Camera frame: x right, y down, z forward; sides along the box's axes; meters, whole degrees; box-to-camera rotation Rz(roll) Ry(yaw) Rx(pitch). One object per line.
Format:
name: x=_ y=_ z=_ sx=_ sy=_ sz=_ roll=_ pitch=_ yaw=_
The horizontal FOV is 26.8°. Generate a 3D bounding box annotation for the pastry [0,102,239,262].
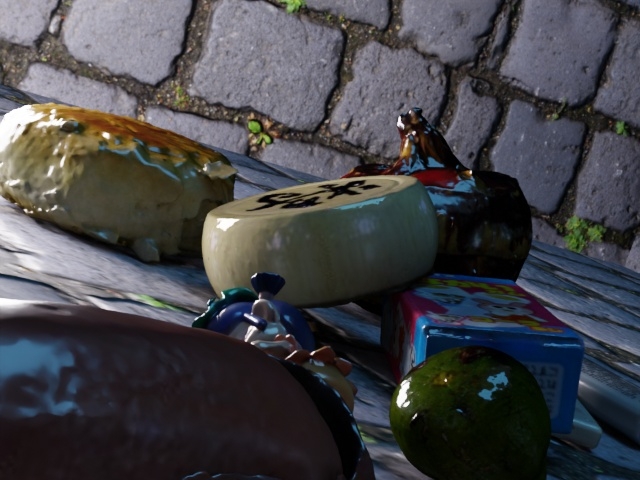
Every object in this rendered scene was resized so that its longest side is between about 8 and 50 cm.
pastry: x=-0.256 y=-0.083 z=1.646 sx=0.330 sy=0.136 sz=0.329 roll=19 pitch=9 yaw=-3

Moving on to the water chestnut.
water chestnut: x=0.136 y=-0.029 z=1.746 sx=0.300 sy=0.300 sz=0.300 roll=19 pitch=8 yaw=-3

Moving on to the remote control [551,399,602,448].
remote control: x=0.243 y=0.177 z=1.455 sx=0.087 sy=0.029 sz=0.190 roll=19 pitch=8 yaw=-5

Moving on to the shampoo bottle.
shampoo bottle: x=0.319 y=0.174 z=1.563 sx=0.086 sy=0.056 sz=0.227 roll=14 pitch=9 yaw=-36

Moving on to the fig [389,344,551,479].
fig: x=0.131 y=0.161 z=1.091 sx=0.123 sy=0.123 sz=0.156 roll=30 pitch=-25 yaw=54

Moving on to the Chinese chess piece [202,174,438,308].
Chinese chess piece: x=0.000 y=0.000 z=1.456 sx=0.257 sy=0.104 sz=0.257 roll=-9 pitch=9 yaw=1

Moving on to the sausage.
sausage: x=-0.098 y=0.109 z=0.645 sx=0.280 sy=0.152 sz=0.152 roll=14 pitch=9 yaw=-38

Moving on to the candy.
candy: x=0.155 y=0.107 z=1.388 sx=0.157 sy=0.100 sz=0.306 roll=5 pitch=10 yaw=-5

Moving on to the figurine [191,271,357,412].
figurine: x=-0.038 y=0.106 z=1.053 sx=0.102 sy=0.111 sz=0.195 roll=-4 pitch=21 yaw=-25
